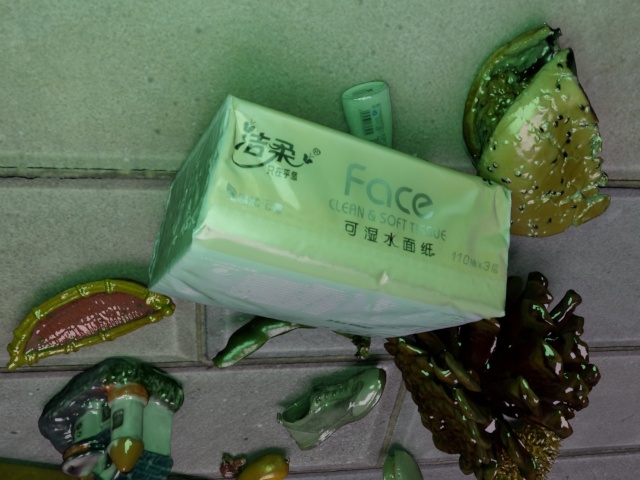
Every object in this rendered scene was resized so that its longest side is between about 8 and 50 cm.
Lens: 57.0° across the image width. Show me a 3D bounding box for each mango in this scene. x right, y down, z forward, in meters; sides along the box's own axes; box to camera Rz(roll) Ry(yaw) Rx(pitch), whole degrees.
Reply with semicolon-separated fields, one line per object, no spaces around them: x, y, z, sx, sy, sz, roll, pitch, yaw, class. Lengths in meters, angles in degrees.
-0.147;0.566;1.412;0.187;0.066;0.101;-39;145;18;mango

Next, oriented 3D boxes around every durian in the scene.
0.521;0.557;1.491;0.183;0.138;0.250;15;120;-11;durian

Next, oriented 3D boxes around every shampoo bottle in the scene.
0.082;-0.142;0.883;0.069;0.041;0.191;-18;131;-2;shampoo bottle

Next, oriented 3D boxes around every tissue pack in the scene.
0.000;0.000;0.817;0.404;0.205;0.331;14;162;-22;tissue pack

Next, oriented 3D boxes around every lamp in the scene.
-0.215;0.543;1.411;0.063;0.031;0.083;12;131;-18;lamp

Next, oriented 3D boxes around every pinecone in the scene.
0.319;0.207;1.033;0.384;0.385;0.385;-5;130;-6;pinecone

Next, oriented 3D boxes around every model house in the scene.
-0.399;0.418;1.110;0.271;0.301;0.190;-34;134;17;model house

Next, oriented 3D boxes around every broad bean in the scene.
-0.047;0.164;1.052;0.291;0.144;0.049;-6;126;17;broad bean

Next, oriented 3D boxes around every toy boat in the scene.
-0.389;0.132;0.995;0.317;0.099;0.141;-19;130;10;toy boat

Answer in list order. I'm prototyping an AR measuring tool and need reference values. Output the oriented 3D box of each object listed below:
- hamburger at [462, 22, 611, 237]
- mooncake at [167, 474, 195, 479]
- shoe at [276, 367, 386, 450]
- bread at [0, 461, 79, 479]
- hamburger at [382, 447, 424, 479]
0.295;-0.134;0.843;0.192;0.168;0.288;-26;129;9;hamburger
-0.342;0.632;1.435;0.125;0.073;0.130;17;123;-21;mooncake
0.024;0.342;1.242;0.275;0.103;0.098;-40;111;20;shoe
-0.646;0.598;1.367;0.361;0.245;0.233;-6;137;-46;bread
0.210;0.591;1.460;0.062;0.133;0.140;-31;120;26;hamburger
